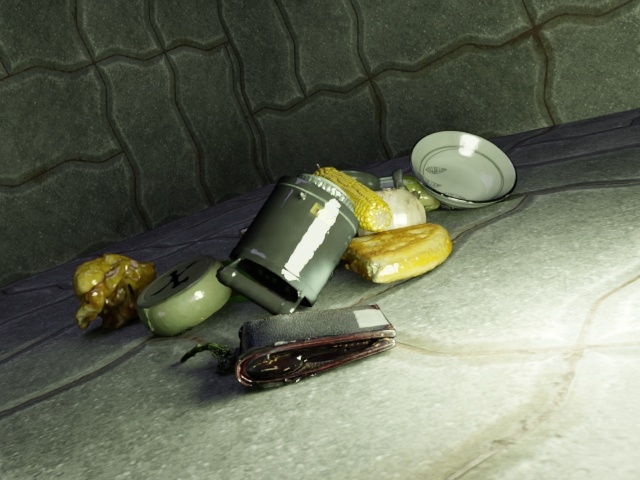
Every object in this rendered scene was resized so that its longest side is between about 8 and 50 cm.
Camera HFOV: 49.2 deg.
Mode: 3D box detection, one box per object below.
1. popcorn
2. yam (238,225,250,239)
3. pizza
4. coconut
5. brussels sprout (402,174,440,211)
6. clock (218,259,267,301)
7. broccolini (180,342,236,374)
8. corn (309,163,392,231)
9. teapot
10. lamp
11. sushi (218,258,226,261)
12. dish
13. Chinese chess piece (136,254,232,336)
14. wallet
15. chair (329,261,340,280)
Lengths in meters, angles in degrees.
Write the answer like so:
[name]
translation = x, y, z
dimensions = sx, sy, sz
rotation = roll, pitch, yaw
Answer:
[popcorn]
translation = -0.549, 0.128, 1.845
dimensions = 0.191, 0.190, 0.253
rotation = -19, 12, 22
[yam]
translation = -0.170, -0.052, 2.584
dimensions = 0.274, 0.061, 0.061
rotation = -17, 10, -10
[pizza]
translation = 0.193, 0.030, 1.510
dimensions = 0.257, 0.087, 0.268
rotation = -14, 11, -11
[coconut]
translation = 0.161, -0.047, 1.728
dimensions = 0.182, 0.171, 0.171
rotation = -3, 15, 30
[brussels sprout]
translation = 0.272, -0.133, 2.145
dimensions = 0.145, 0.131, 0.183
rotation = 3, -2, -32
[clock]
translation = -0.162, 0.064, 1.807
dimensions = 0.219, 0.106, 0.255
rotation = -6, 14, 43
[broccolini]
translation = -0.206, 0.206, 1.277
dimensions = 0.054, 0.052, 0.194
rotation = -19, 10, -38
[corn]
translation = 0.067, -0.100, 1.658
dimensions = 0.106, 0.106, 0.305
rotation = -21, 28, -24
[teapot]
translation = 0.140, -0.098, 1.932
dimensions = 0.285, 0.223, 0.305
rotation = -9, 8, 2
[lamp]
translation = -0.049, -0.006, 1.466
dimensions = 0.272, 0.205, 0.374
rotation = -60, -3, 4
[sushi]
translation = -0.353, 0.085, 2.210
dimensions = 0.126, 0.026, 0.120
rotation = -8, 14, 38
[dish]
translation = 0.404, -0.183, 2.031
dimensions = 0.316, 0.106, 0.316
rotation = 4, 48, -4
[Chinese chess piece]
translation = -0.317, 0.127, 1.630
dimensions = 0.237, 0.092, 0.238
rotation = -23, 21, 9
[wallet]
translation = -0.013, 0.167, 1.179
dimensions = 0.262, 0.071, 0.221
rotation = -13, 6, -3
[chair]
translation = 0.000, 0.000, 1.746
dimensions = 0.140, 0.145, 0.221
rotation = 11, 11, 14
